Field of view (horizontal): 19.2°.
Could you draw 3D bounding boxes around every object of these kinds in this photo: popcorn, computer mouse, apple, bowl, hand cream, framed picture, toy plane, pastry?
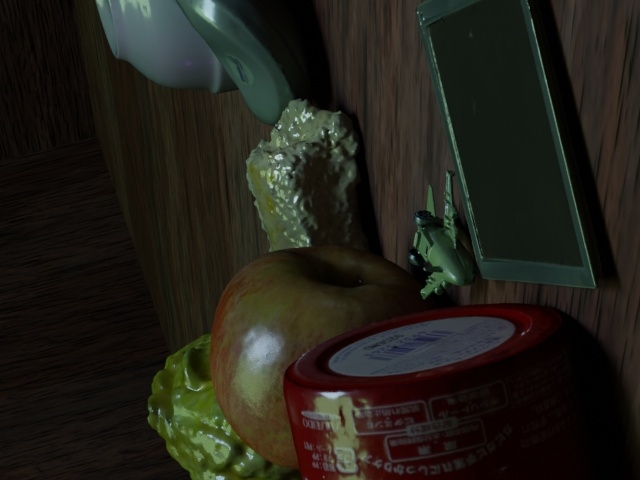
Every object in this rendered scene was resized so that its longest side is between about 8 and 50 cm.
[{"bbox_3d":[-0.064,0.205,2.059,0.251,0.206,0.237,59,158,0],"label":"popcorn"},{"bbox_3d":[-0.084,-0.229,1.805,0.197,0.095,0.331,60,179,-34],"label":"computer mouse"},{"bbox_3d":[0.005,0.094,1.508,0.209,0.210,0.164,-127,44,-64],"label":"apple"},{"bbox_3d":[-0.176,-0.292,2.091,0.287,0.144,0.287,164,90,-80],"label":"bowl"},{"bbox_3d":[0.077,0.121,1.194,0.193,0.193,0.125,-148,47,-75],"label":"hand cream"},{"bbox_3d":[0.117,-0.068,1.194,0.252,0.014,0.197,-176,72,-80],"label":"framed picture"},{"bbox_3d":[0.086,0.004,1.361,0.111,0.040,0.102,-105,18,-62],"label":"toy plane"},{"bbox_3d":[0.004,0.002,1.693,0.121,0.089,0.258,11,124,49],"label":"pastry"}]
